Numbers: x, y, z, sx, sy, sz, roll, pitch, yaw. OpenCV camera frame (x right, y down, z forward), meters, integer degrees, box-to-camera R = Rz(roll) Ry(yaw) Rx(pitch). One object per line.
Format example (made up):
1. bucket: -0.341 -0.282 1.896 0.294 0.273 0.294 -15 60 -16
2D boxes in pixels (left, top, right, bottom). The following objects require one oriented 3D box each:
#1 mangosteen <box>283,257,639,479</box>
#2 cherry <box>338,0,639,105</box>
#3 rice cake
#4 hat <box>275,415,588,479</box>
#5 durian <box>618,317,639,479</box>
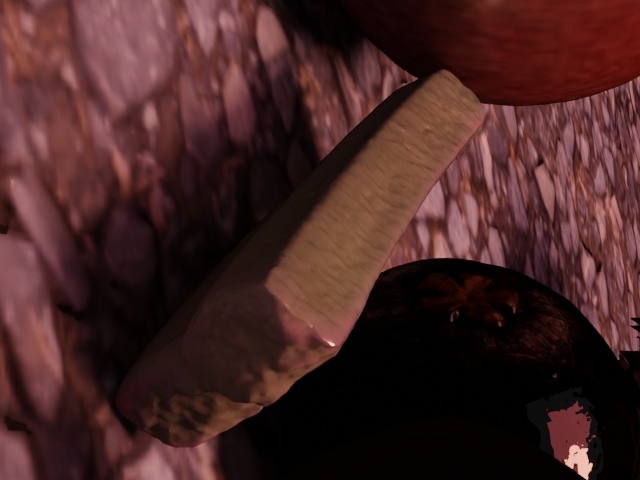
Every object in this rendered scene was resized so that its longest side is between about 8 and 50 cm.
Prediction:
1. mangosteen: 0.049 0.083 0.526 0.137 0.137 0.151 -61 161 -57
2. cherry: 0.097 -0.185 0.629 0.307 0.221 0.261 42 51 -78
3. rice cake: 0.000 0.000 0.499 0.042 0.080 0.222 49 28 -5
4. hat: 0.097 0.196 0.461 0.209 0.238 0.336 -29 98 -65
5. durian: 0.312 0.190 0.828 0.348 0.347 0.384 -77 152 -43
